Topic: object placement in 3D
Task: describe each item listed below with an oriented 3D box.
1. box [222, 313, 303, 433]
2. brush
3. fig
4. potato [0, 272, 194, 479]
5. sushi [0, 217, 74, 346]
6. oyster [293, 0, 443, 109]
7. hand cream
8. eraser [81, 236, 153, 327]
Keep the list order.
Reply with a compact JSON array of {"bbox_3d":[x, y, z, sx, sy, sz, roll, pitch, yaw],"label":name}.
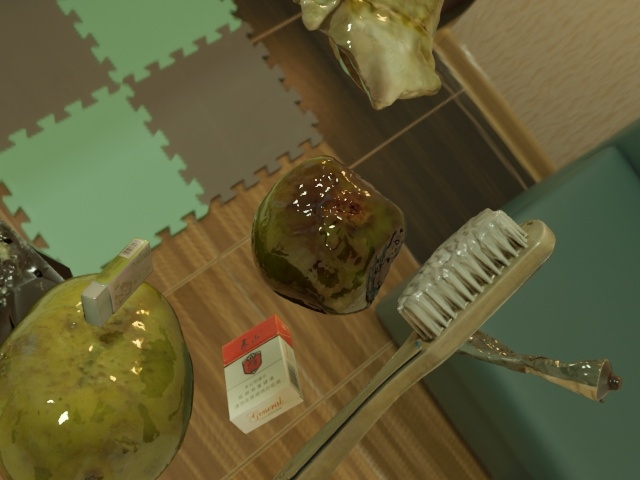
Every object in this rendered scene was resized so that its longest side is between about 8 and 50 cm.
[{"bbox_3d":[-0.085,0.188,1.201,0.100,0.152,0.048,-30,127,9],"label":"box"},{"bbox_3d":[0.063,0.093,0.714,0.065,0.070,0.327,42,94,-12],"label":"brush"},{"bbox_3d":[0.000,0.000,0.833,0.144,0.165,0.154,-30,96,-45],"label":"fig"},{"bbox_3d":[-0.216,0.140,0.798,0.197,0.148,0.228,17,36,-40],"label":"potato"},{"bbox_3d":[-0.447,0.087,1.110,0.227,0.215,0.212,41,69,10],"label":"sushi"},{"bbox_3d":[0.008,-0.227,0.364,0.100,0.271,0.275,-10,46,0],"label":"oyster"},{"bbox_3d":[0.247,0.138,1.034,0.075,0.247,0.052,-2,105,-51],"label":"hand cream"},{"bbox_3d":[-0.177,0.036,0.739,0.019,0.038,0.083,18,42,15],"label":"eraser"}]
